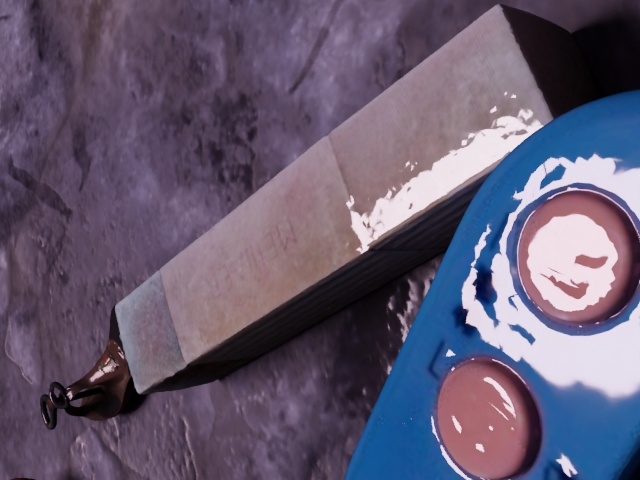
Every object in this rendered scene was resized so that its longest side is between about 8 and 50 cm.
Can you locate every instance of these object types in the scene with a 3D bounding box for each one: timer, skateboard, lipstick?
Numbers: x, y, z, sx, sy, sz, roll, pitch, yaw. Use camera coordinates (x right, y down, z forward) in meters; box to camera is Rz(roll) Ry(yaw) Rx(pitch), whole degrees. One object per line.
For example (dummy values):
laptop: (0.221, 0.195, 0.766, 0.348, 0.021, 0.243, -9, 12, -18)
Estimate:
timer: (0.159, 0.128, 0.329, 0.309, 0.115, 0.340, 41, 121, 36)
skateboard: (-0.179, 0.109, 0.682, 0.067, 0.080, 0.151, 54, 127, 22)
lipstick: (0.000, 0.000, 0.511, 0.371, 0.080, 0.076, -34, 67, 38)

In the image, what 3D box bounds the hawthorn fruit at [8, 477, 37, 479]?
hawthorn fruit: (-0.283, 0.302, 0.755, 0.138, 0.133, 0.133, 41, 118, 24)
